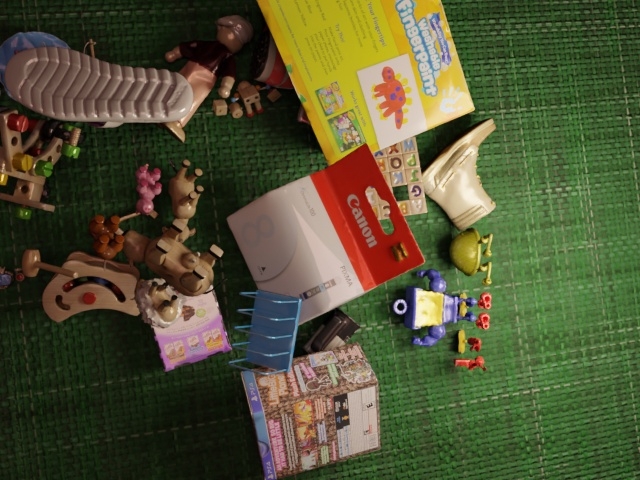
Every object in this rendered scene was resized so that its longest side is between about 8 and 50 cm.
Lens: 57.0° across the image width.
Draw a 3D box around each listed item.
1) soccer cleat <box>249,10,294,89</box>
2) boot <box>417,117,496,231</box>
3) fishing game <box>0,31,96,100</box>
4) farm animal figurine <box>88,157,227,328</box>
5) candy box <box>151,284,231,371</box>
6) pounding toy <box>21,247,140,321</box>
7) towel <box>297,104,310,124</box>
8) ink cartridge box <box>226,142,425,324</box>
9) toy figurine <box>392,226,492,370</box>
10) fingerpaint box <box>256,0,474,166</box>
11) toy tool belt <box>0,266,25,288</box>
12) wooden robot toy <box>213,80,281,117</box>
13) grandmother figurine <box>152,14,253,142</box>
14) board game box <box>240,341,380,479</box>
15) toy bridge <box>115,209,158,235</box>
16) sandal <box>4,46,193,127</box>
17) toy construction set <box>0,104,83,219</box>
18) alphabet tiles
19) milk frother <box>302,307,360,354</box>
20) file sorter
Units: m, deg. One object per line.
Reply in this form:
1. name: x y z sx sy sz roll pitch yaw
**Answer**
1. soccer cleat: -0.088 -0.537 1.484 0.116 0.109 0.318 16 81 -33
2. boot: 0.402 -0.174 1.554 0.262 0.095 0.203 -43 95 -3
3. fishing game: -0.651 -0.395 1.363 0.264 0.041 0.189 -3 88 -27
4. farm animal figurine: -0.355 0.005 1.339 0.327 0.172 0.330 49 47 2
5. candy box: -0.321 0.192 1.421 0.165 0.070 0.196 -16 92 -11
6. pounding toy: -0.540 0.122 1.327 0.269 0.155 0.154 15 102 -16
7. towel: 0.047 -0.347 1.532 0.197 0.029 0.144 16 87 -9
8. ink cartridge box: 0.000 0.000 1.352 0.385 0.091 0.308 -29 81 28
9. toy figurine: 0.293 0.145 1.484 0.217 0.191 0.362 2 92 -3
10. fingerpaint box: 0.102 -0.446 1.362 0.371 0.163 0.445 -23 114 7
11. toy tool belt: -0.729 0.085 1.355 0.083 0.051 0.052 1 88 -11
12. wooden robot toy: -0.190 -0.361 1.478 0.173 0.076 0.079 -23 57 -11
13. grandmother figurine: -0.288 -0.413 1.434 0.208 0.104 0.342 36 80 7
14. board game box: -0.019 0.402 1.390 0.291 0.141 0.232 -12 121 -12
15. toy bridge: -0.477 -0.013 1.419 0.063 0.026 0.188 42 82 -7
16. sandal: -0.499 -0.325 1.342 0.416 0.102 0.169 10 73 -3
17. toy construction set: -0.691 -0.171 1.272 0.309 0.257 0.237 16 95 -20
18. alphabet tiles: 0.142 -0.151 1.519 0.237 0.009 0.198 -9 90 5
19. milk frother: -0.001 0.218 1.479 0.143 0.129 0.135 34 79 35
20. file sorter: -0.128 0.204 1.320 0.118 0.104 0.170 9 89 26
